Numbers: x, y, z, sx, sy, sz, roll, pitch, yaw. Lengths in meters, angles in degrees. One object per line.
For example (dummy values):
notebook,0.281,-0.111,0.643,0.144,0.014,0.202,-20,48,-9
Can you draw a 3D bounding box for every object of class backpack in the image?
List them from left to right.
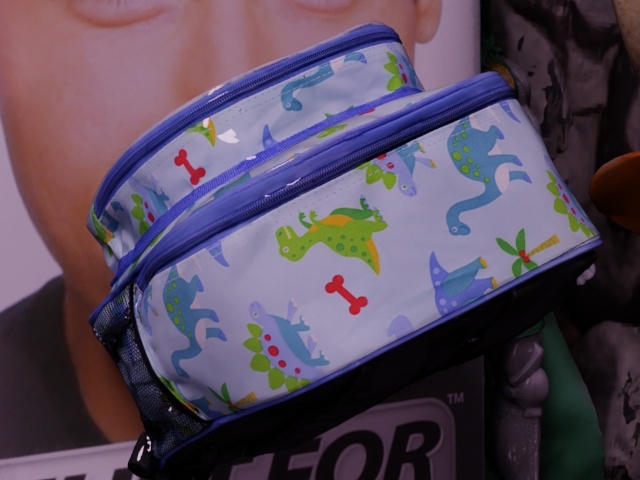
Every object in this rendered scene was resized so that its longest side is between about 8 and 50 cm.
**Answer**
backpack,0.000,0.000,0.364,0.105,0.114,0.084,-26,88,-25

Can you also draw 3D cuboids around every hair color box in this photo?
hair color box,-0.056,-0.002,0.463,0.185,0.113,0.374,-5,96,-31

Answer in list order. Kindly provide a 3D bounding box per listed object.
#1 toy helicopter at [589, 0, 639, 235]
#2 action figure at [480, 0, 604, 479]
toy helicopter,0.164,0.017,0.563,0.235,0.140,0.355,-71,144,-57
action figure,0.054,0.013,0.562,0.137,0.063,0.232,-18,106,-38
